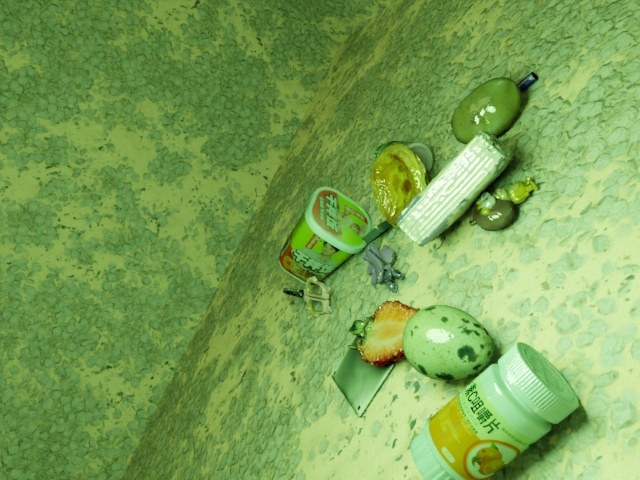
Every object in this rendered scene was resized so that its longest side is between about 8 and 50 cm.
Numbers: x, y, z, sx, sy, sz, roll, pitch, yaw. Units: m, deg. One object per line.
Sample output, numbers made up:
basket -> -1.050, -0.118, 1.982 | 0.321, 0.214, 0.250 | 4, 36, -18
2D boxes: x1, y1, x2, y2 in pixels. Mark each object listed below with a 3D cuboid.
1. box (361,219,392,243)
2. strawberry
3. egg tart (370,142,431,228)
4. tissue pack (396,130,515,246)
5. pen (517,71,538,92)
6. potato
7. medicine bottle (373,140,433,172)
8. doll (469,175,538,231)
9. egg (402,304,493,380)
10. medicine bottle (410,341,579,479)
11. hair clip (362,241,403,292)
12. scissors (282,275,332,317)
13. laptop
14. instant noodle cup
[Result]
box -> 0.205, -0.033, 2.019 | 0.091, 0.031, 0.126 | -42, -9, 32
strawberry -> 0.211, 0.266, 1.602 | 0.286, 0.106, 0.188 | -13, 52, 44
egg tart -> 0.284, -0.182, 1.920 | 0.294, 0.116, 0.295 | 36, 133, 51
tissue pack -> 0.386, -0.147, 1.615 | 0.344, 0.125, 0.242 | -48, -13, 22
pen -> 0.576, -0.437, 1.833 | 0.269, 0.033, 0.033 | -40, 28, 39
potato -> 0.504, -0.390, 1.768 | 0.251, 0.159, 0.174 | -33, 11, 30
medicine bottle -> 0.298, -0.302, 2.122 | 0.133, 0.133, 0.274 | -58, 20, 0
doll -> 0.478, -0.103, 1.527 | 0.188, 0.096, 0.145 | -49, 26, -6
egg -> 0.298, 0.242, 1.340 | 0.228, 0.177, 0.177 | 5, 64, 49
medicine bottle -> 0.331, 0.360, 1.129 | 0.318, 0.158, 0.158 | -50, 23, 22
hair clip -> 0.200, 0.094, 1.882 | 0.278, 0.090, 0.137 | -101, 33, -71
scissors -> -0.059, 0.212, 2.211 | 0.317, 0.024, 0.160 | 3, 99, 53
laptop -> 0.121, 0.392, 1.732 | 0.188, 0.015, 0.269 | -58, 22, 3
instant noodle cup -> 0.000, 0.000, 2.210 | 0.308, 0.293, 0.294 | -49, 22, 40
